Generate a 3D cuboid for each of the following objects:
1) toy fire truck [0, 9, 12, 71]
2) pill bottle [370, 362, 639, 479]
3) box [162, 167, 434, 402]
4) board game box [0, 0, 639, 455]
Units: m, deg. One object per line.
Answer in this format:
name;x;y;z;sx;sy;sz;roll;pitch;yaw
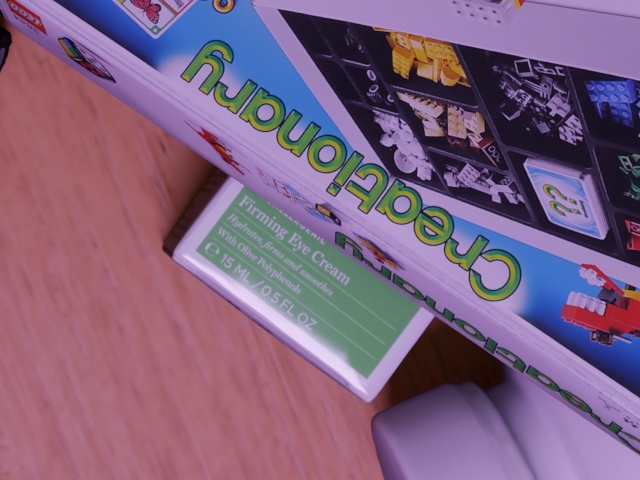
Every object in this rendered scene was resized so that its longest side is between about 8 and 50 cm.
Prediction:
toy fire truck;-0.174;-0.141;0.598;0.158;0.246;0.217;30;99;-4
pill bottle;0.181;0.074;0.714;0.301;0.169;0.169;-21;97;-6
box;0.000;0.000;0.718;0.101;0.102;0.087;37;86;-7
board game box;0.057;-0.081;0.643;0.305;0.053;0.193;35;77;9
